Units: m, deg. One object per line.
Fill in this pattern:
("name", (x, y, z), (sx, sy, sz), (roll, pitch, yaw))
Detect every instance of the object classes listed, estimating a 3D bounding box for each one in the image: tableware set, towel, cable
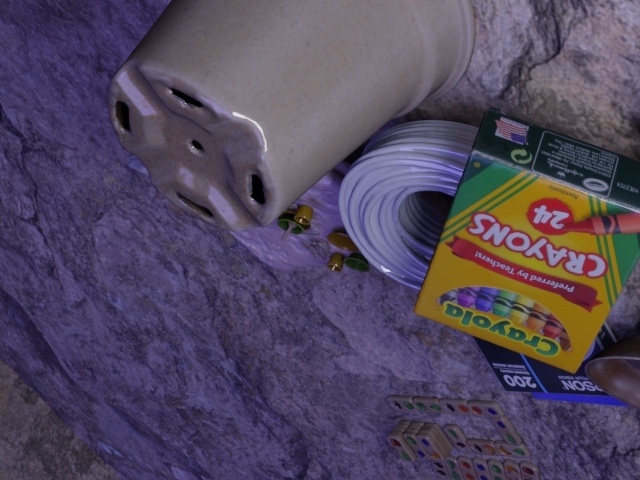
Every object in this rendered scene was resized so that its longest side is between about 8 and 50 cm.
("tableware set", (0.000, 0.000, 1.765), (0.104, 0.024, 0.154), (6, 152, 32))
("towel", (-0.061, -0.058, 1.796), (0.317, 0.053, 0.332), (35, 156, -29))
("cable", (0.153, -0.035, 1.590), (0.257, 0.089, 0.257), (-20, 123, 44))

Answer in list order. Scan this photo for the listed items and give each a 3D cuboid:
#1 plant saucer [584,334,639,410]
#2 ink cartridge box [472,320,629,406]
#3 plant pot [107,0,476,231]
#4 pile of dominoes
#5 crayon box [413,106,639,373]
("plant saucer", (0.458, 0.172, 1.533), (0.310, 0.050, 0.310), (20, 166, 5))
("ink cartridge box", (0.308, 0.156, 1.764), (0.206, 0.045, 0.208), (-3, 131, 48))
("plant pot", (-0.052, -0.187, 1.447), (0.333, 0.305, 0.334), (27, 147, 19))
("pile of dominoes", (0.216, 0.324, 2.085), (0.251, 0.040, 0.196), (-4, 128, 50))
("crayon box", (0.227, 0.023, 1.476), (0.202, 0.081, 0.319), (20, 138, 5))
